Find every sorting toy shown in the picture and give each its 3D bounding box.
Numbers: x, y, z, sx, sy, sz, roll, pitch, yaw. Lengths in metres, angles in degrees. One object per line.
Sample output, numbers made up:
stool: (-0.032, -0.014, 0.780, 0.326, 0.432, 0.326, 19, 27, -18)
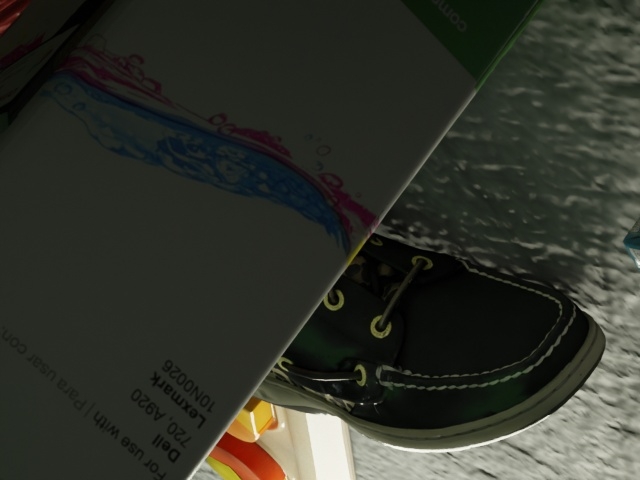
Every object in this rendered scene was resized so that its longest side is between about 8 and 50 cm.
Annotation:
sorting toy: (-0.075, 0.095, 1.209, 0.208, 0.038, 0.193, 28, 154, 21)

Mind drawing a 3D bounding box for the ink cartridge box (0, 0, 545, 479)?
ink cartridge box: (-0.073, -0.020, 0.707, 0.117, 0.278, 0.201, 45, 155, -16)

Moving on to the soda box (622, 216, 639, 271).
soda box: (0.182, 0.044, 0.733, 0.058, 0.063, 0.183, 10, 144, 47)

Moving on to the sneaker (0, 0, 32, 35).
sneaker: (-0.171, -0.156, 0.879, 0.128, 0.087, 0.221, 40, 158, 34)

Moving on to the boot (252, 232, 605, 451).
boot: (-0.002, 0.001, 0.889, 0.236, 0.085, 0.179, 4, 137, 49)
